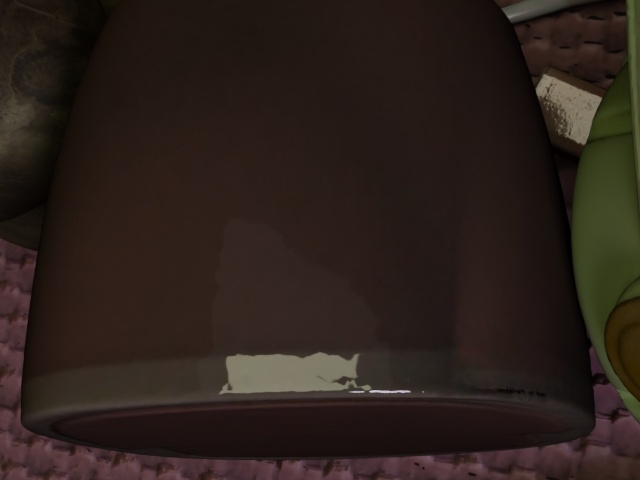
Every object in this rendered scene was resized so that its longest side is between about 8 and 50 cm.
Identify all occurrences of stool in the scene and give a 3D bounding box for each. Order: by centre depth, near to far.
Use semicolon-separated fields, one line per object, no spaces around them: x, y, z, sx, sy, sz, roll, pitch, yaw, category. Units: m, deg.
-0.195;-0.092;0.749;0.179;0.264;0.179;-3;81;17;stool

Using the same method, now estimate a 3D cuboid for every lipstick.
0.188;-0.050;0.732;0.145;0.045;0.045;26;92;20;lipstick

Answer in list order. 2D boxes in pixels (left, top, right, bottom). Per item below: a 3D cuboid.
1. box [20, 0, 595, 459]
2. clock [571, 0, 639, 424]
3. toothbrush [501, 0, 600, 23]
0.000;0.000;0.669;0.301;0.301;0.216;-5;73;18;box
0.243;-0.008;0.603;0.117;0.286;0.348;-4;82;61;clock
0.176;-0.155;0.759;0.307;0.029;0.025;-12;71;16;toothbrush
